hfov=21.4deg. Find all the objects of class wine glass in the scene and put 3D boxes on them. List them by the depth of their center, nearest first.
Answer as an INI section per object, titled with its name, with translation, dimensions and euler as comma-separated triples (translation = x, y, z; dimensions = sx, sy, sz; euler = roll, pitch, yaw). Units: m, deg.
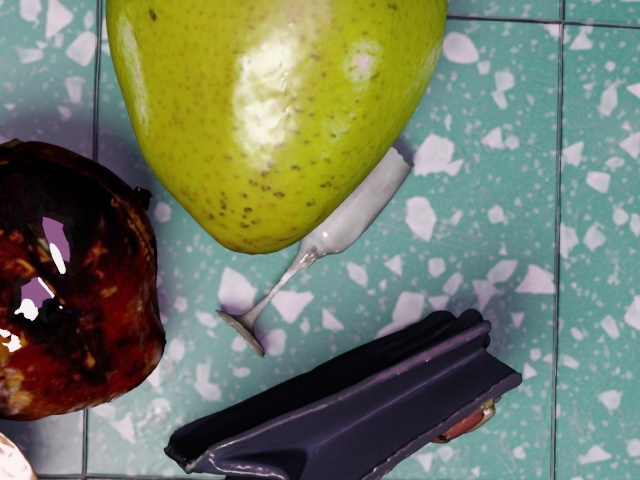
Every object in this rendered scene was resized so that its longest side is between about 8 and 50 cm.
[wine glass]
translation = 0.000, 0.000, 1.762
dimensions = 0.074, 0.074, 0.262
euler = 42, 81, -5

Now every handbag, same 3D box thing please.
[handbag]
translation = 0.026, 0.178, 1.635
dimensions = 0.329, 0.303, 0.122
euler = -27, 92, -10

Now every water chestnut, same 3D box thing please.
[water chestnut]
translation = -0.276, 0.032, 1.635
dimensions = 0.289, 0.244, 0.289
euler = -4, 80, 24

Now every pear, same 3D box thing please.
[pear]
translation = -0.070, -0.145, 1.622
dimensions = 0.342, 0.238, 0.318
euler = 5, 96, 33

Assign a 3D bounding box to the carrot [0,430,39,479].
[carrot]
translation = -0.357, 0.238, 1.592
dimensions = 0.196, 0.254, 0.196
euler = -1, 95, -11
